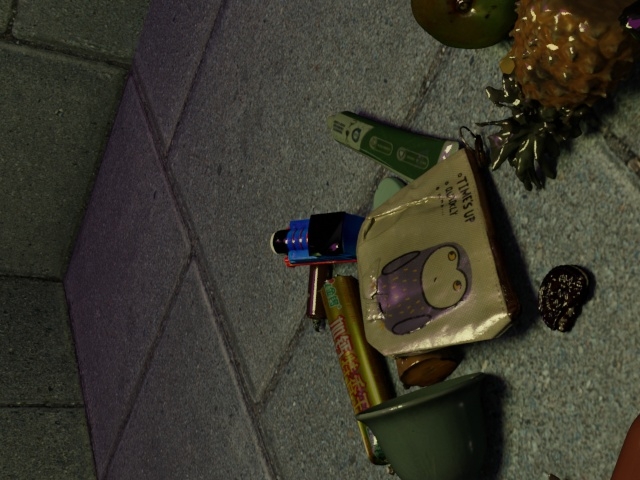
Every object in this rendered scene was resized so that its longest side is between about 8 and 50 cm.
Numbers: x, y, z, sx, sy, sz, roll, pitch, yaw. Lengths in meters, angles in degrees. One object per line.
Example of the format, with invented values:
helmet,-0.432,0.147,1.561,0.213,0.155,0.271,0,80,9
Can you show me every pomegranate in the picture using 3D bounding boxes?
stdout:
pomegranate,0.225,-0.383,1.313,0.180,0.180,0.210,-65,-2,29

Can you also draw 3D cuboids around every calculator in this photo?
calculator,0.131,-0.051,1.525,0.095,0.021,0.153,-65,31,29

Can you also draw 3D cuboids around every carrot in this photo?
carrot,0.148,0.106,1.409,0.102,0.101,0.263,-52,37,43

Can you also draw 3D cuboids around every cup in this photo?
cup,0.167,0.290,1.261,0.199,0.199,0.150,-31,76,54

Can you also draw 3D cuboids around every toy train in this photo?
toy train,0.000,0.000,1.613,0.204,0.131,0.083,-6,78,38

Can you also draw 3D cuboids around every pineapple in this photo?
pineapple,0.300,-0.199,1.118,0.340,0.169,0.169,97,162,-55

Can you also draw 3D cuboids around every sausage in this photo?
sausage,0.074,0.232,1.510,0.082,0.082,0.372,-53,42,41

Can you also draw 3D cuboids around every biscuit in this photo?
biscuit,0.322,0.076,1.155,0.087,0.027,0.089,-22,65,58

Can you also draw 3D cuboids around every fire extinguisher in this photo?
fire extinguisher,-0.004,0.099,1.710,0.064,0.043,0.158,166,109,-75

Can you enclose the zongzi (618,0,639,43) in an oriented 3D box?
zongzi,0.501,-0.166,0.709,0.383,0.319,0.362,-45,40,22

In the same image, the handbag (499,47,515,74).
handbag,0.295,-0.249,1.274,0.061,0.027,0.083,-51,41,45

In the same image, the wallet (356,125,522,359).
wallet,0.165,0.020,1.318,0.275,0.068,0.335,-31,50,33

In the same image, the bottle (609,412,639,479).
bottle,0.368,0.277,0.918,0.144,0.144,0.336,30,109,58

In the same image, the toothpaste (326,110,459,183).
toothpaste,0.115,-0.170,1.546,0.392,0.061,0.099,33,113,54

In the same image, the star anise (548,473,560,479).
star anise,0.299,0.366,1.117,0.141,0.042,0.141,-20,67,61

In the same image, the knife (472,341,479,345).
knife,0.210,0.088,1.358,0.166,0.022,0.078,50,122,51
